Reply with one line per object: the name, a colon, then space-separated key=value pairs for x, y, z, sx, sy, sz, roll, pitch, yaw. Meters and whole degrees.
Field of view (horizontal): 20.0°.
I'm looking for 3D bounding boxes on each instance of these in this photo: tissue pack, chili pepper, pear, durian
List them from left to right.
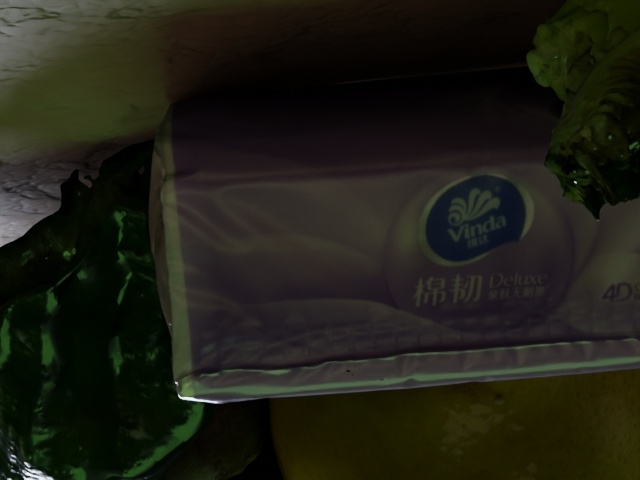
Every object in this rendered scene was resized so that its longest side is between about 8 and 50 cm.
chili pepper: x=-0.158 y=0.091 z=1.353 sx=0.213 sy=0.167 sz=0.385 roll=-23 pitch=153 yaw=-30
tissue pack: x=0.067 y=-0.016 z=1.087 sx=0.338 sy=0.160 sz=0.242 roll=-4 pitch=-166 yaw=-4
pear: x=0.125 y=0.140 z=1.592 sx=0.362 sy=0.362 sz=0.418 roll=-9 pitch=147 yaw=14
durian: x=0.180 y=-0.099 z=0.926 sx=0.132 sy=0.106 sz=0.375 roll=4 pitch=-160 yaw=28

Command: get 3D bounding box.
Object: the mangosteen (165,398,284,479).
mangosteen: x=-0.155 y=0.213 z=1.775 sx=0.381 sy=0.381 sz=0.421 roll=-2 pitch=134 yaw=-28
